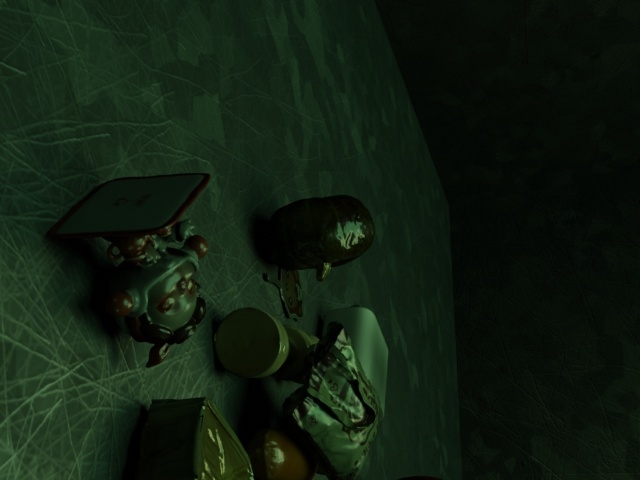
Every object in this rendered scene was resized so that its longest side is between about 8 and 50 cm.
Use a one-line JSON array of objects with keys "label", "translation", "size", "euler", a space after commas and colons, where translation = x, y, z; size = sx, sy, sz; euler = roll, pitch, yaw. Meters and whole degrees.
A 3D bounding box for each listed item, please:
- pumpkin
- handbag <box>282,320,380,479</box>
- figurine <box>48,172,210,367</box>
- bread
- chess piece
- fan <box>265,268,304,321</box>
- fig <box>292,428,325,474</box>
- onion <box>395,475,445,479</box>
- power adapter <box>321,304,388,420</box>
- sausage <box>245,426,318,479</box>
[{"label": "pumpkin", "translation": [0.000, 0.000, 1.783], "size": [0.219, 0.219, 0.162], "euler": [20, 59, -71]}, {"label": "handbag", "translation": [0.033, 0.291, 1.587], "size": [0.213, 0.127, 0.235], "euler": [-62, 141, -36]}, {"label": "figurine", "translation": [-0.218, 0.052, 1.180], "size": [0.183, 0.160, 0.226], "euler": [-64, 149, -61]}, {"label": "bread", "translation": [-0.168, 0.331, 1.224], "size": [0.192, 0.110, 0.209], "euler": [-91, 163, -46]}, {"label": "chess piece", "translation": [-0.064, 0.203, 1.651], "size": [0.397, 0.117, 0.117], "euler": [37, 46, -70]}, {"label": "fan", "translation": [-0.071, 0.093, 1.850], "size": [0.220, 0.009, 0.131], "euler": [34, 46, -69]}, {"label": "fig", "translation": [0.037, 0.354, 1.791], "size": [0.160, 0.143, 0.231], "euler": [-64, 169, 26]}, {"label": "onion", "translation": [0.223, 0.672, 1.985], "size": [0.341, 0.342, 0.341], "euler": [-10, 90, -73]}, {"label": "power adapter", "translation": [0.074, 0.255, 2.044], "size": [0.255, 0.124, 0.187], "euler": [-82, 158, -47]}, {"label": "sausage", "translation": [-0.064, 0.374, 1.577], "size": [0.238, 0.098, 0.098], "euler": [43, 40, -67]}]
